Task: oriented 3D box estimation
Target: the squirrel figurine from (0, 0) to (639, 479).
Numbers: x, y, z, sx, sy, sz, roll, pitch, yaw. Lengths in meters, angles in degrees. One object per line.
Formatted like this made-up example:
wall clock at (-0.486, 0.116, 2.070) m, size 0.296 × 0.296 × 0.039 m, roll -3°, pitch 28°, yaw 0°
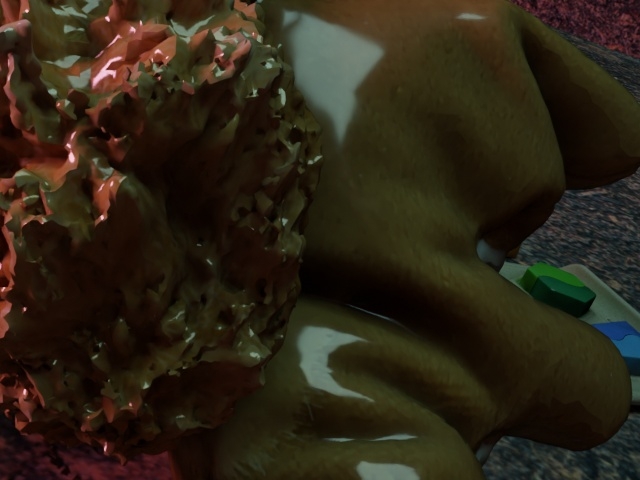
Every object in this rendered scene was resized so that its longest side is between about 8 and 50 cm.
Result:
squirrel figurine at (-0.029, 0.048, 0.488) m, size 0.397 × 0.281 × 0.370 m, roll 38°, pitch 41°, yaw -33°

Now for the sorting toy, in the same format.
sorting toy at (0.176, 0.042, 0.969) m, size 0.229 × 0.041 × 0.307 m, roll 4°, pitch 28°, yaw -31°
